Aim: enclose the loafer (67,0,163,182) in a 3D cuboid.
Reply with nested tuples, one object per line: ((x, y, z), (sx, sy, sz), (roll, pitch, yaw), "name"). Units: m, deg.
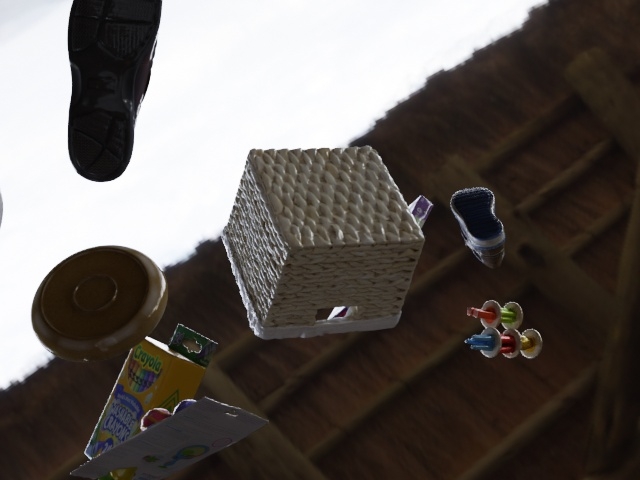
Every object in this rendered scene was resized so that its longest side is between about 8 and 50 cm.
((-0.257, -0.226, 1.330), (0.109, 0.302, 0.095), (11, -165, -3), "loafer")

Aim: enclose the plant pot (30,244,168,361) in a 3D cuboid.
((-0.374, 0.095, 1.789), (0.236, 0.032, 0.236), (-4, -128, 5), "plant pot")

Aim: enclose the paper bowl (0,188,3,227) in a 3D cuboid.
((-0.644, -0.048, 1.778), (0.284, 0.284, 0.148), (-21, 159, 27), "paper bowl")

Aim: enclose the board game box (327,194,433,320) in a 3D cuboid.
((0.145, 0.055, 2.568), (0.208, 0.056, 0.347), (-38, -166, 44), "board game box")

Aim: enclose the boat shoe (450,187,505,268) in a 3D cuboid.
((0.233, -0.019, 1.588), (0.066, 0.066, 0.183), (-10, -152, 5), "boat shoe")

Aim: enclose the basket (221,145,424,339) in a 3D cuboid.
((0.000, 0.000, 2.247), (0.328, 0.266, 0.331), (-3, -135, -22), "basket")

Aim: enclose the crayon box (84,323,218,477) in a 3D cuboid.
((-0.343, 0.320, 2.140), (0.203, 0.083, 0.322), (15, -101, 59), "crayon box")

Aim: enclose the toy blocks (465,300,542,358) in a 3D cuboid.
((0.301, 0.154, 1.875), (0.054, 0.148, 0.123), (-60, -139, 31), "toy blocks")

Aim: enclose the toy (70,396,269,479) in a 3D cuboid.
((-0.204, 0.258, 1.425), (0.237, 0.137, 0.056), (-34, -126, 20), "toy")
